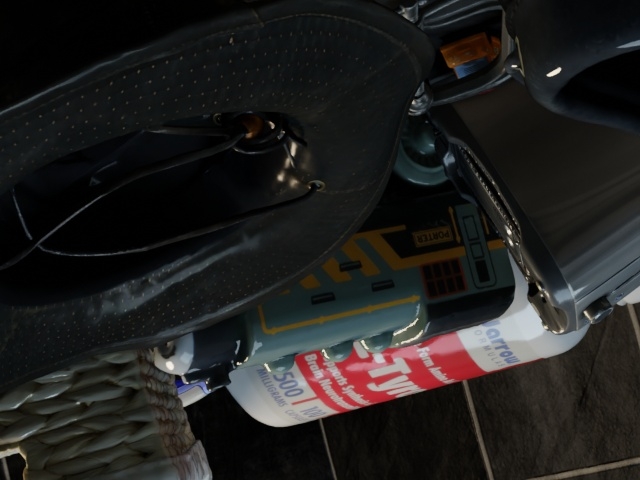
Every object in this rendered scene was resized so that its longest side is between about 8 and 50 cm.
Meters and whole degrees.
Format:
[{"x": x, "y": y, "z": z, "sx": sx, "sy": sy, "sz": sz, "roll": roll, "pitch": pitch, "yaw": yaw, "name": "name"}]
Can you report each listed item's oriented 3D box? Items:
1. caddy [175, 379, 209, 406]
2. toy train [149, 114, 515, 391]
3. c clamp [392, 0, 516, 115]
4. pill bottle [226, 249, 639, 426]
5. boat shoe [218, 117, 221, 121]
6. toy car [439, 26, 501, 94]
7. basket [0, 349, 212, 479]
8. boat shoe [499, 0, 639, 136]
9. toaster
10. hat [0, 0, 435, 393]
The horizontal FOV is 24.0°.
[{"x": -0.184, "y": 0.099, "z": 1.639, "sx": 0.341, "sy": 0.179, "sz": 0.241, "roll": -17, "pitch": 174, "yaw": 18, "name": "caddy"}, {"x": 0.000, "y": 0.000, "z": 1.154, "sx": 0.334, "sy": 0.190, "sz": 0.142, "roll": -11, "pitch": 172, "yaw": -31, "name": "toy train"}, {"x": 0.075, "y": -0.121, "z": 0.941, "sx": 0.137, "sy": 0.022, "sz": 0.160, "roll": -26, "pitch": 158, "yaw": 2, "name": "c clamp"}, {"x": 0.107, "y": 0.019, "z": 1.387, "sx": 0.408, "sy": 0.229, "sz": 0.229, "roll": -17, "pitch": 173, "yaw": 19, "name": "pill bottle"}, {"x": -0.052, "y": -0.085, "z": 0.983, "sx": 0.133, "sy": 0.049, "sz": 0.042, "roll": -11, "pitch": 148, "yaw": 30, "name": "boat shoe"}, {"x": 0.072, "y": -0.111, "z": 1.034, "sx": 0.122, "sy": 0.040, "sz": 0.060, "roll": -16, "pitch": 174, "yaw": 5, "name": "toy car"}, {"x": -0.294, "y": 0.139, "z": 1.347, "sx": 0.328, "sy": 0.266, "sz": 0.331, "roll": -15, "pitch": 173, "yaw": -2, "name": "basket"}, {"x": 0.225, "y": -0.077, "z": 0.664, "sx": 0.187, "sy": 0.156, "sz": 0.500, "roll": -19, "pitch": 157, "yaw": 35, "name": "boat shoe"}, {"x": 0.176, "y": -0.056, "z": 1.077, "sx": 0.146, "sy": 0.227, "sz": 0.129, "roll": -30, "pitch": 156, "yaw": -2, "name": "toaster"}, {"x": -0.110, "y": -0.051, "z": 0.731, "sx": 0.331, "sy": 0.134, "sz": 0.331, "roll": -25, "pitch": 160, "yaw": -10, "name": "hat"}]
